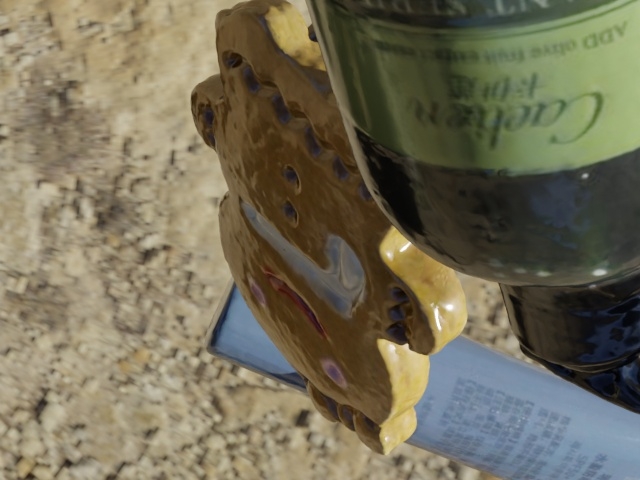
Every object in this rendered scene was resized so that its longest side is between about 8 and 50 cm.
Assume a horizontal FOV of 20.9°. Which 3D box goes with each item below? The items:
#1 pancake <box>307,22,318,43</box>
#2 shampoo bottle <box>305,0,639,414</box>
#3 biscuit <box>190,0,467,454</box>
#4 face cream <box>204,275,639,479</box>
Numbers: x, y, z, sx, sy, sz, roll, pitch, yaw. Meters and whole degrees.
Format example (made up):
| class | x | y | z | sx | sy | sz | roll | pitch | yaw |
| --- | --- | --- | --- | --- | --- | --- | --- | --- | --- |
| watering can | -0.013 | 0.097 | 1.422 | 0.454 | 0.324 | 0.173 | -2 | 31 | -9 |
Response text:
| class | x | y | z | sx | sy | sz | roll | pitch | yaw |
| --- | --- | --- | --- | --- | --- | --- | --- | --- | --- |
| pancake | 0.022 | -0.083 | 1.102 | 0.021 | 0.199 | 0.199 | 36 | 79 | -39 |
| shampoo bottle | 0.046 | -0.065 | 0.391 | 0.101 | 0.101 | 0.284 | -34 | 134 | -17 |
| biscuit | -0.002 | 0.002 | 0.824 | 0.035 | 0.184 | 0.249 | -32 | 150 | -23 |
| face cream | 0.106 | 0.117 | 1.246 | 0.385 | 0.135 | 0.086 | 22 | 48 | -6 |
